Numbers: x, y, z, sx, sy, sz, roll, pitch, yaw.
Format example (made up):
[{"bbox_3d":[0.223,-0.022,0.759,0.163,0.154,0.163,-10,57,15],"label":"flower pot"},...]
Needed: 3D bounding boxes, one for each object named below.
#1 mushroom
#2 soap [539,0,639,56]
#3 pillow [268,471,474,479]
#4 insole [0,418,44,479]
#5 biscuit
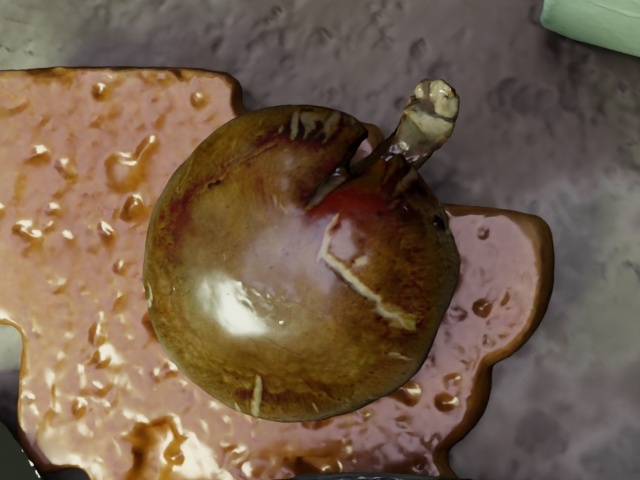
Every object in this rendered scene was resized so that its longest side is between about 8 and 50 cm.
[{"bbox_3d":[0.000,0.000,0.572,0.135,0.080,0.170,38,94,-3],"label":"mushroom"},{"bbox_3d":[0.245,-0.109,0.558,0.289,0.173,0.095,16,87,7],"label":"soap"},{"bbox_3d":[0.050,0.176,0.560,0.335,0.092,0.161,8,118,-5],"label":"pillow"},{"bbox_3d":[-0.126,0.172,0.631,0.080,0.003,0.232,-34,81,41],"label":"insole"},{"bbox_3d":[-0.049,0.031,0.638,0.284,0.043,0.306,-42,84,3],"label":"biscuit"}]
